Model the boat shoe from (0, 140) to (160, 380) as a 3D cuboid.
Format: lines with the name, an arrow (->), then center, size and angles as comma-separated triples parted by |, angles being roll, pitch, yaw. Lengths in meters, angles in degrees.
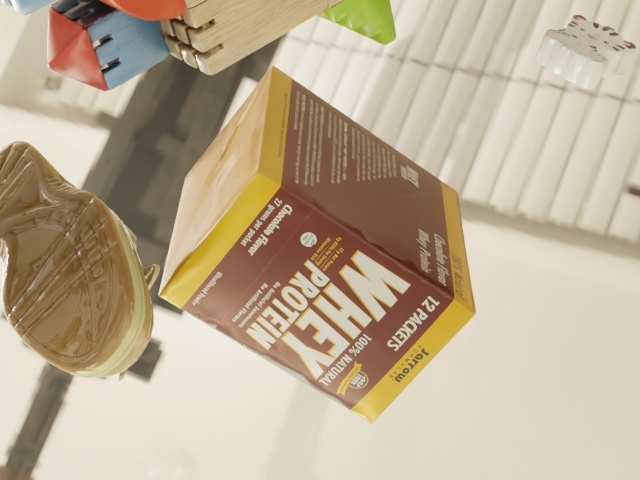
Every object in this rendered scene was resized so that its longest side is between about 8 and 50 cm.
boat shoe -> -0.177, 0.016, 0.979 | 0.089, 0.104, 0.285 | 43, -176, -39

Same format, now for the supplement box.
supplement box -> 0.000, 0.000, 1.041 | 0.194, 0.129, 0.191 | 33, -154, -16

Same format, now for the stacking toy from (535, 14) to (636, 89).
stacking toy -> 0.100, -0.202, 0.698 | 0.221, 0.167, 0.052 | 35, -143, 22

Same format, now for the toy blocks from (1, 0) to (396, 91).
toy blocks -> -0.116, -0.233, 0.775 | 0.190, 0.261, 0.381 | 33, 148, 44
